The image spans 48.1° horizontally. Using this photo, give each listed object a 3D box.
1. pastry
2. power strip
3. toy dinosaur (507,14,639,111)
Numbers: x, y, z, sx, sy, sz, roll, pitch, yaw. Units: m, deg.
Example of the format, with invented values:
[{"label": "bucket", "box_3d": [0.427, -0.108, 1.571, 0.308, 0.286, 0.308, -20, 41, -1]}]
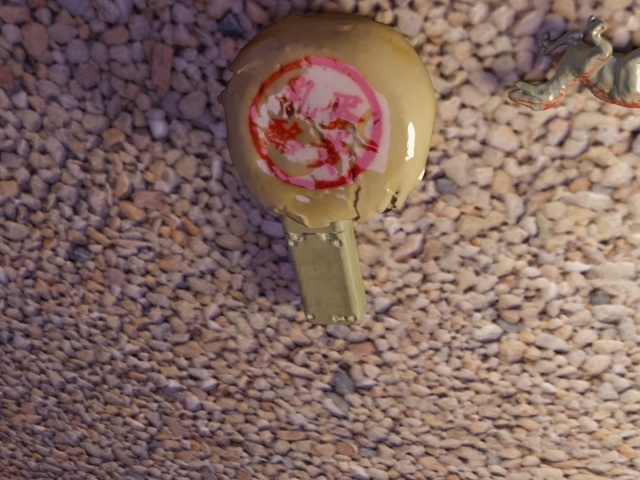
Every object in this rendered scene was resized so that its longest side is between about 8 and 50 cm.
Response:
[{"label": "pastry", "box_3d": [0.010, -0.139, 0.844, 0.264, 0.133, 0.265, 5, 119, 9]}, {"label": "power strip", "box_3d": [0.000, 0.000, 1.025, 0.093, 0.053, 0.288, 1, 126, 18]}, {"label": "toy dinosaur", "box_3d": [0.353, -0.173, 0.785, 0.242, 0.053, 0.167, 24, 131, -2]}]
